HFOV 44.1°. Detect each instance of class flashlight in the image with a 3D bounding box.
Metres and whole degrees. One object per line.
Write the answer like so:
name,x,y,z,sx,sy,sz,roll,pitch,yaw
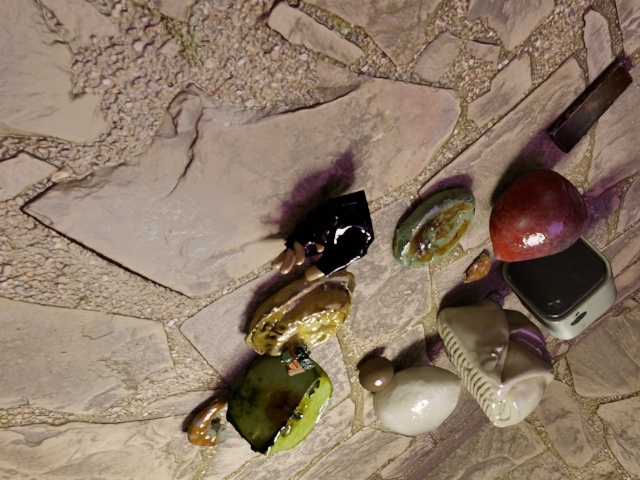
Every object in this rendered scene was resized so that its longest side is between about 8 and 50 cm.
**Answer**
flashlight,0.544,0.224,2.493,0.093,0.047,0.200,-33,148,-12

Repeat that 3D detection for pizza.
pizza,0.437,0.067,2.173,0.100,0.029,0.099,-21,138,-34

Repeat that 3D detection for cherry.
cherry,0.516,-0.062,1.920,0.239,0.206,0.239,-9,172,-1

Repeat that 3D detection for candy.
candy,0.297,0.487,2.386,0.295,0.185,0.295,-12,156,-5

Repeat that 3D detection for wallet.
wallet,0.633,-0.314,1.856,0.232,0.031,0.122,-49,145,13

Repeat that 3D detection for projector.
projector,0.709,0.122,2.325,0.248,0.248,0.249,-43,151,5

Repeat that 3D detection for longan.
longan,0.155,0.373,2.210,0.113,0.092,0.113,-50,174,-8

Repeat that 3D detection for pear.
pear,-0.075,0.367,1.874,0.238,0.164,0.255,-56,157,4

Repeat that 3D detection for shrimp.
shrimp,-0.243,0.421,1.877,0.166,0.049,0.161,-52,148,7

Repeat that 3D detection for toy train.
toy train,-0.051,0.257,1.700,0.064,0.044,0.103,-17,155,3

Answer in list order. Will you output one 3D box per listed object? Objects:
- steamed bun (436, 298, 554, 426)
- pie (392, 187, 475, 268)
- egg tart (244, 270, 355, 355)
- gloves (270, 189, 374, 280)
steamed bun,0.520,0.328,2.268,0.255,0.368,0.342,-28,155,-6
pie,0.263,-0.027,1.811,0.240,0.054,0.240,-28,147,-20
egg tart,-0.032,0.168,1.701,0.279,0.095,0.279,-27,153,-15
gloves,0.000,0.000,1.488,0.203,0.124,0.164,-15,127,-1
